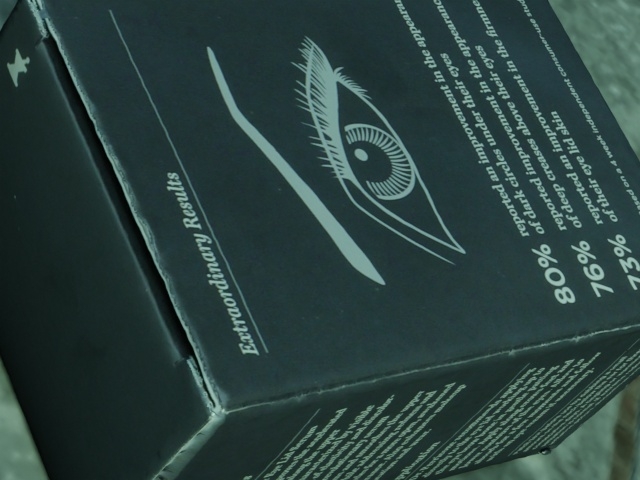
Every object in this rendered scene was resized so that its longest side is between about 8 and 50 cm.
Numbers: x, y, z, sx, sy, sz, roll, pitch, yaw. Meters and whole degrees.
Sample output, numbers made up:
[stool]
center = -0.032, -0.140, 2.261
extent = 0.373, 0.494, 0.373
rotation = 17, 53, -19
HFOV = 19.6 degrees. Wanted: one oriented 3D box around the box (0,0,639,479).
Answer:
[box]
center = 0.000, 0.000, 0.614
extent = 0.207, 0.108, 0.153
rotation = -8, 62, -35
